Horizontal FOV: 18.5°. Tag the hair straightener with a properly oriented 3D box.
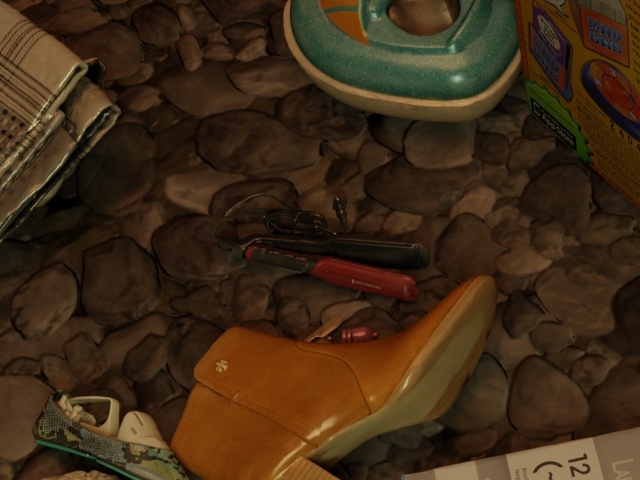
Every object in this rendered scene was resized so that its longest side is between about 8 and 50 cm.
[{"bbox_3d":[0.000,0.000,1.922,0.230,0.047,0.089,8,55,24],"label":"hair straightener"}]

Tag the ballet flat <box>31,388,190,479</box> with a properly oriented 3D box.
[{"bbox_3d":[-0.187,0.178,1.785,0.188,0.070,0.070,15,57,34],"label":"ballet flat"}]

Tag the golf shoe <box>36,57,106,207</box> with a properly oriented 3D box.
[{"bbox_3d":[-0.270,-0.119,2.031,0.069,0.086,0.176,29,56,-21],"label":"golf shoe"}]

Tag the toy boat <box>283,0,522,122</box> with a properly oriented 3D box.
[{"bbox_3d":[0.105,-0.272,2.034,0.267,0.148,0.318,13,57,21],"label":"toy boat"}]

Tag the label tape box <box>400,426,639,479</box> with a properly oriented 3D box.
[{"bbox_3d":[0.257,0.283,1.598,0.347,0.115,0.249,-13,51,4],"label":"label tape box"}]

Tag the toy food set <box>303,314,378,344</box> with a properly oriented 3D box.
[{"bbox_3d":[0.031,0.116,1.834,0.078,0.019,0.122,-37,54,-16],"label":"toy food set"}]

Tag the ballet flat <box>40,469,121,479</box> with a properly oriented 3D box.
[{"bbox_3d":[-0.127,0.296,1.662,0.409,0.147,0.147,33,66,32],"label":"ballet flat"}]

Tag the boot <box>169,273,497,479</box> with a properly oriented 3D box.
[{"bbox_3d":[0.005,0.115,1.772,0.211,0.104,0.295,28,75,32],"label":"boot"}]

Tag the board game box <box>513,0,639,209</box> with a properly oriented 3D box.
[{"bbox_3d":[0.420,-0.229,1.797,0.356,0.356,0.356,-33,54,-14],"label":"board game box"}]

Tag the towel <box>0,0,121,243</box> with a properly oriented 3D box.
[{"bbox_3d":[-0.397,-0.108,2.027,0.312,0.056,0.324,-48,55,-4],"label":"towel"}]
